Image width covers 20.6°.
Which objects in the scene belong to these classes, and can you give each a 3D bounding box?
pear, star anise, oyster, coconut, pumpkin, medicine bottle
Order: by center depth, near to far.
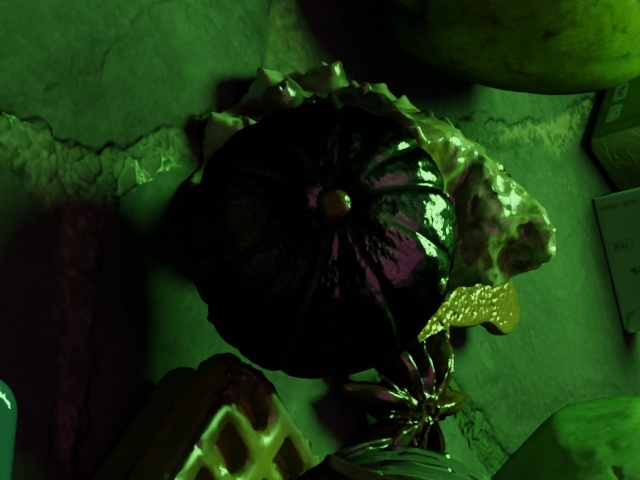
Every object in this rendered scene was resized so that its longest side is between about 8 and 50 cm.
[{"bbox_3d":[0.000,0.000,1.379,0.220,0.162,0.221,3,68,-8],"label":"pumpkin"},{"bbox_3d":[0.051,-0.042,1.561,0.351,0.115,0.238,19,69,-18],"label":"oyster"},{"bbox_3d":[0.081,0.154,1.610,0.167,0.057,0.168,-2,94,-39],"label":"star anise"},{"bbox_3d":[0.279,0.312,1.647,0.328,0.328,0.281,49,12,-33],"label":"coconut"},{"bbox_3d":[0.207,-0.272,1.753,0.375,0.287,0.287,-15,91,-32],"label":"pear"},{"bbox_3d":[0.429,0.008,2.011,0.052,0.201,0.171,-13,91,-57],"label":"medicine bottle"}]

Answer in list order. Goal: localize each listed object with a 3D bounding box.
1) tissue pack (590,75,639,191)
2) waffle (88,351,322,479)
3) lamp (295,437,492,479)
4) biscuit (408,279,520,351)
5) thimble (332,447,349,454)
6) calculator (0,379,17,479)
[{"bbox_3d":[0.461,-0.161,2.133,0.200,0.167,0.275,52,44,-30],"label":"tissue pack"},{"bbox_3d":[-0.053,0.275,1.378,0.328,0.098,0.224,59,41,-25],"label":"waffle"},{"bbox_3d":[0.061,0.266,1.271,0.265,0.233,0.233,38,50,-23],"label":"lamp"},{"bbox_3d":[0.097,0.036,1.691,0.250,0.036,0.166,-14,92,-47],"label":"biscuit"},{"bbox_3d":[0.035,0.236,1.511,0.110,0.084,0.062,60,39,-19],"label":"thimble"},{"bbox_3d":[-0.276,0.191,1.140,0.173,0.051,0.293,25,59,-46],"label":"calculator"}]
